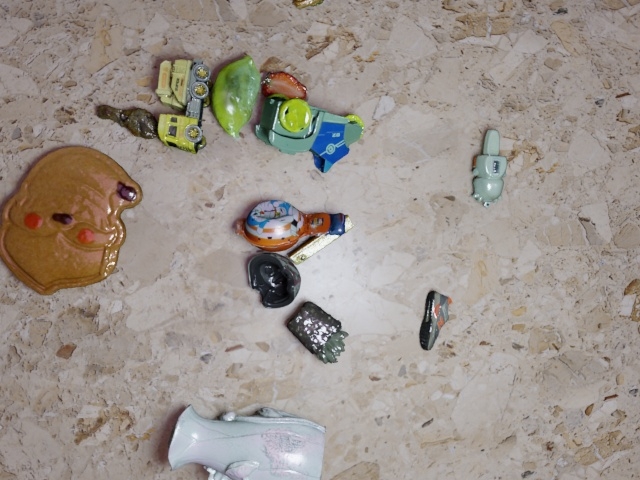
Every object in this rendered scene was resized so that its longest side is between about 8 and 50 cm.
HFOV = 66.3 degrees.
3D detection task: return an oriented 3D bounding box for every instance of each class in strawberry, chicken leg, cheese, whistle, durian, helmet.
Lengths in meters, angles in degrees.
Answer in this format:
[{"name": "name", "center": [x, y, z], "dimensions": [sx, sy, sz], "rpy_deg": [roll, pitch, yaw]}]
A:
[{"name": "strawberry", "center": [-0.117, -0.476, 1.547], "dimensions": [0.152, 0.048, 0.103], "rpy_deg": [16, 80, -23]}, {"name": "chicken leg", "center": [-0.580, -0.368, 1.483], "dimensions": [0.198, 0.069, 0.084], "rpy_deg": [18, 110, 0]}, {"name": "cheese", "center": [-0.089, -0.046, 1.467], "dimensions": [0.330, 0.217, 0.129], "rpy_deg": [-1, 129, 4]}, {"name": "whistle", "center": [0.549, -0.232, 1.595], "dimensions": [0.102, 0.106, 0.253], "rpy_deg": [-2, 97, -37]}, {"name": "durian", "center": [-0.262, -0.448, 1.497], "dimensions": [0.139, 0.101, 0.250], "rpy_deg": [22, 77, -10]}, {"name": "helmet", "center": [-0.127, 0.111, 1.495], "dimensions": [0.153, 0.107, 0.176], "rpy_deg": [-30, 88, 35]}]

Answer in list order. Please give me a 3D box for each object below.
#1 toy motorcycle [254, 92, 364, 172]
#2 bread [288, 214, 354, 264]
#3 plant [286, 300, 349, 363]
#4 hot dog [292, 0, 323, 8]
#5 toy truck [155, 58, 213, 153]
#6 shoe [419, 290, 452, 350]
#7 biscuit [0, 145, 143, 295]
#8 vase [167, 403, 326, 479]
[{"name": "toy motorcycle", "center": [-0.026, -0.318, 1.494], "dimensions": [0.327, 0.191, 0.199], "rpy_deg": [11, 105, -27]}, {"name": "bread", "center": [0.000, 0.000, 1.530], "dimensions": [0.226, 0.088, 0.049], "rpy_deg": [-35, 96, -6]}, {"name": "plant", "center": [0.000, 0.282, 1.502], "dimensions": [0.194, 0.129, 0.132], "rpy_deg": [42, 84, -2]}, {"name": "hot dog", "center": [-0.028, -0.780, 1.569], "dimensions": [0.133, 0.041, 0.056], "rpy_deg": [-21, 91, 1]}, {"name": "toy truck", "center": [-0.415, -0.406, 1.468], "dimensions": [0.157, 0.124, 0.272], "rpy_deg": [7, 88, -7]}, {"name": "shoe", "center": [0.375, 0.262, 1.580], "dimensions": [0.077, 0.074, 0.194], "rpy_deg": [11, 85, -12]}, {"name": "biscuit", "center": [-0.750, -0.059, 1.453], "dimensions": [0.350, 0.078, 0.455], "rpy_deg": [19, 87, -2]}, {"name": "vase", "center": [-0.212, 0.606, 1.427], "dimensions": [0.446, 0.250, 0.249], "rpy_deg": [11, 87, -2]}]
